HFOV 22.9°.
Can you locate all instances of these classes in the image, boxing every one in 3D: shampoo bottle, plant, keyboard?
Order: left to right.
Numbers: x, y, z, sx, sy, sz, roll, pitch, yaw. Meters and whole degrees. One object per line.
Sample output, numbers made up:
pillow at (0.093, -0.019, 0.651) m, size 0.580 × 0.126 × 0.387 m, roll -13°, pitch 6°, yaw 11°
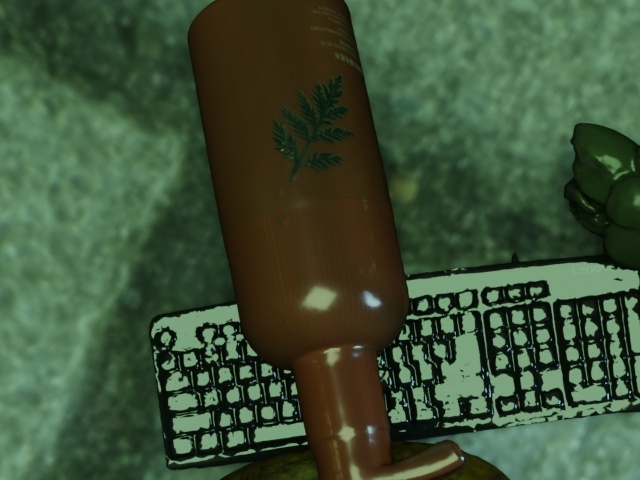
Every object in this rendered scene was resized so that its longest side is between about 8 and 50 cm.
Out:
shampoo bottle at (-0.002, 0.000, 0.731) m, size 0.085 × 0.085 × 0.244 m, roll -14°, pitch 70°, yaw 1°
keyboard at (0.042, 0.057, 0.783) m, size 0.250 × 0.017 × 0.087 m, roll -7°, pitch 85°, yaw 2°
plant at (0.190, 0.002, 0.749) m, size 0.174 × 0.087 × 0.085 m, roll 33°, pitch 120°, yaw 13°

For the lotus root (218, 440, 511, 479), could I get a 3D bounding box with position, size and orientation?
lotus root at (0.008, 0.145, 0.741) m, size 0.190 × 0.094 × 0.108 m, roll 6°, pitch 50°, yaw 8°
